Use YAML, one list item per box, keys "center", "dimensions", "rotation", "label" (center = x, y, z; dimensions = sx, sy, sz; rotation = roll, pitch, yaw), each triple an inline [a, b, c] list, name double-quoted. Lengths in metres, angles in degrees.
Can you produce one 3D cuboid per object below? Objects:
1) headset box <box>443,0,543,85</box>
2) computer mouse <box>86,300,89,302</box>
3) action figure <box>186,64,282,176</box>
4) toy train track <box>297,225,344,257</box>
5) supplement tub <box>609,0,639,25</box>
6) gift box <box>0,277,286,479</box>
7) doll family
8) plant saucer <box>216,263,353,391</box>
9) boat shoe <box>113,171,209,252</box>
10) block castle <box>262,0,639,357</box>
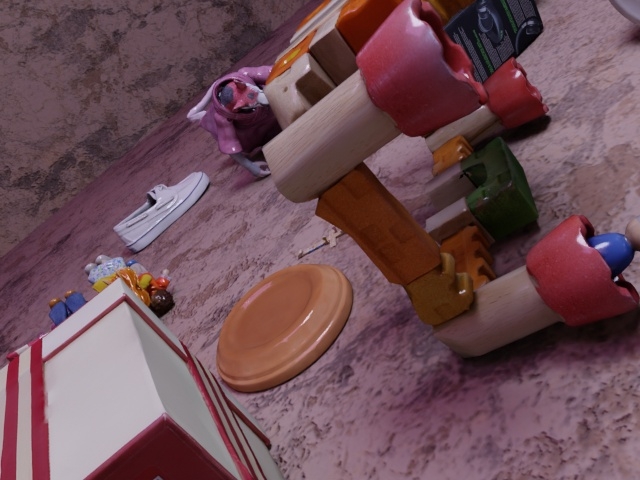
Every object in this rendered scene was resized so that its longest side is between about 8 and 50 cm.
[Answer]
- center: [0.194, -0.329, 1.005]
  dimensions: [0.283, 0.131, 0.246]
  rotation: [-45, 28, -17]
  label: "headset box"
- center: [-0.408, 0.149, 1.061]
  dimensions: [0.242, 0.041, 0.071]
  rotation: [-7, 45, 34]
  label: "computer mouse"
- center: [-0.156, -0.301, 1.205]
  dimensions: [0.248, 0.276, 0.370]
  rotation: [-54, -1, 3]
  label: "action figure"
- center: [0.000, 0.000, 0.832]
  dimensions: [0.083, 0.014, 0.048]
  rotation: [-29, 27, 15]
  label: "toy train track"
- center: [0.496, -0.407, 0.703]
  dimensions: [0.272, 0.191, 0.191]
  rotation: [-44, 27, -16]
  label: "supplement tub"
- center: [-0.186, 0.209, 0.447]
  dimensions: [0.276, 0.255, 0.258]
  rotation: [-35, 28, -11]
  label: "gift box"
- center: [-0.363, 0.119, 0.928]
  dimensions: [0.263, 0.118, 0.163]
  rotation: [-45, 49, -17]
  label: "doll family"
- center: [-0.054, 0.097, 0.713]
  dimensions: [0.200, 0.037, 0.200]
  rotation: [-27, 28, 16]
  label: "plant saucer"
- center: [-0.369, -0.087, 1.334]
  dimensions: [0.095, 0.084, 0.258]
  rotation: [1, 45, 51]
  label: "boat shoe"
- center: [0.140, -0.143, 0.570]
  dimensions: [0.213, 0.303, 0.453]
  rotation: [-33, 24, 28]
  label: "block castle"
